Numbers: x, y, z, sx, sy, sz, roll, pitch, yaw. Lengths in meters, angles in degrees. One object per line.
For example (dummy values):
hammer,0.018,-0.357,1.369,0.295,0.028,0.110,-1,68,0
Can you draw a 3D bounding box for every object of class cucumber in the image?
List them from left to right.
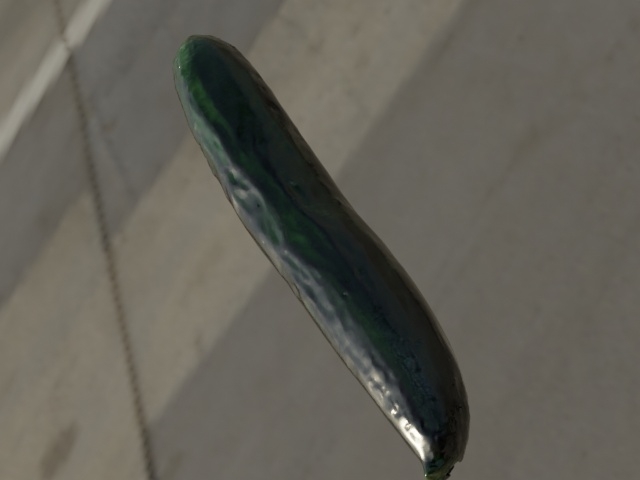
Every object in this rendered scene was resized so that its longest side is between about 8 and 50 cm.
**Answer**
cucumber,0.000,0.000,0.610,0.033,0.036,0.184,-39,57,4
